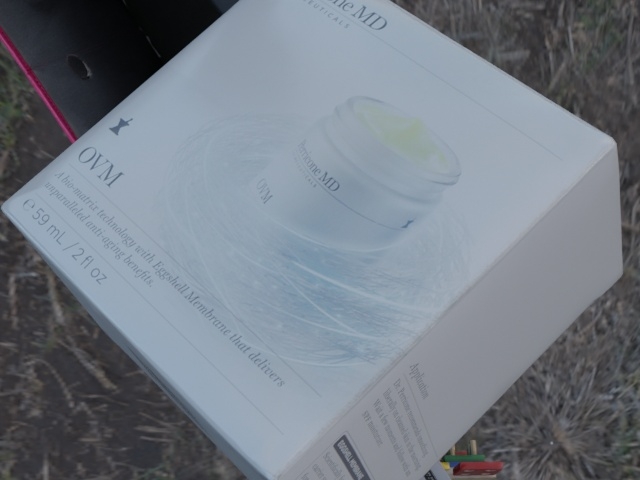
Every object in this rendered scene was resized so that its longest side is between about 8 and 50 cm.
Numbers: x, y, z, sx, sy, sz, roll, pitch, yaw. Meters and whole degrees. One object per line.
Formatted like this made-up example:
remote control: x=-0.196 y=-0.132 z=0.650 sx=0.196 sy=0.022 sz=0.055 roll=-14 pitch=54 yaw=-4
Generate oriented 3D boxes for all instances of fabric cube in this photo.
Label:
fabric cube: x=-0.139 y=-0.249 z=1.117 sx=0.254 sy=0.258 sz=0.259 roll=-30 pitch=98 yaw=23

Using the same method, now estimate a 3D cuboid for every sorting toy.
sorting toy: x=0.126 y=0.258 z=1.309 sx=0.132 sy=0.274 sz=0.046 roll=-1 pitch=71 yaw=-1

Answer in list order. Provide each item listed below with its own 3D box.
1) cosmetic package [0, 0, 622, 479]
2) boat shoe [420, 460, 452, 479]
cosmetic package: x=0.000 y=0.000 z=0.605 sx=0.225 sy=0.138 sz=0.224 roll=-43 pitch=58 yaw=-13
boat shoe: x=0.086 y=0.260 z=1.073 sx=0.076 sy=0.080 sz=0.228 roll=-44 pitch=66 yaw=34
